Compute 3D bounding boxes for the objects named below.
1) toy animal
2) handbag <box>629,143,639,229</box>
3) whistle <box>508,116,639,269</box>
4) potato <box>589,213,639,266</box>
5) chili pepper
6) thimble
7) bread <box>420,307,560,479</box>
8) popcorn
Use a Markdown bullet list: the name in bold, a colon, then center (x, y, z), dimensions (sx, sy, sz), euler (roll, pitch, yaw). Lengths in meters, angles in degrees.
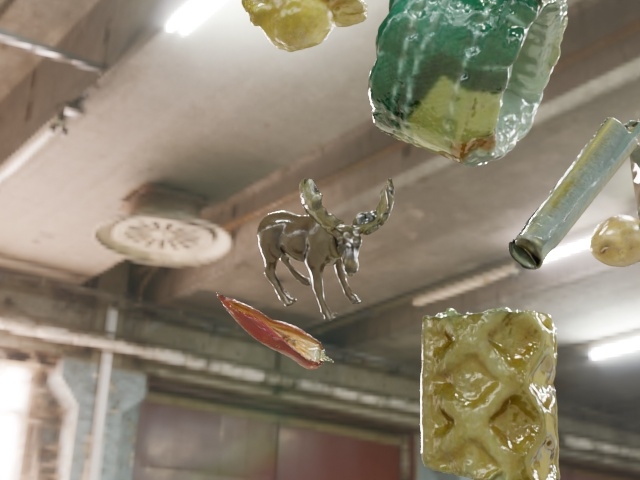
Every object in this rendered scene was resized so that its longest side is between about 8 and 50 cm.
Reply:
- **toy animal**: center (0.000, 0.000, 1.251), dimensions (0.214, 0.186, 0.094), euler (14, 30, 42)
- **handbag**: center (0.678, -0.152, 1.993), dimensions (0.117, 0.182, 0.270), euler (7, -27, -28)
- **whistle**: center (0.376, -0.079, 1.533), dimensions (0.068, 0.326, 0.057), euler (-1, -54, 50)
- **potato**: center (0.632, 0.000, 2.230), dimensions (0.119, 0.109, 0.178), euler (-22, -8, 38)
- **chili pepper**: center (-0.057, 0.112, 1.286), dimensions (0.178, 0.045, 0.027), euler (33, -54, -27)
- **thimble**: center (0.180, -0.223, 1.269), dimensions (0.167, 0.254, 0.288), euler (23, 19, 18)
- **bread**: center (0.245, 0.219, 1.516), dimensions (0.196, 0.251, 0.239), euler (3, -2, -35)
- **popcorn**: center (-0.042, -0.424, 1.850), dimensions (0.254, 0.190, 0.191), euler (5, -43, 44)
